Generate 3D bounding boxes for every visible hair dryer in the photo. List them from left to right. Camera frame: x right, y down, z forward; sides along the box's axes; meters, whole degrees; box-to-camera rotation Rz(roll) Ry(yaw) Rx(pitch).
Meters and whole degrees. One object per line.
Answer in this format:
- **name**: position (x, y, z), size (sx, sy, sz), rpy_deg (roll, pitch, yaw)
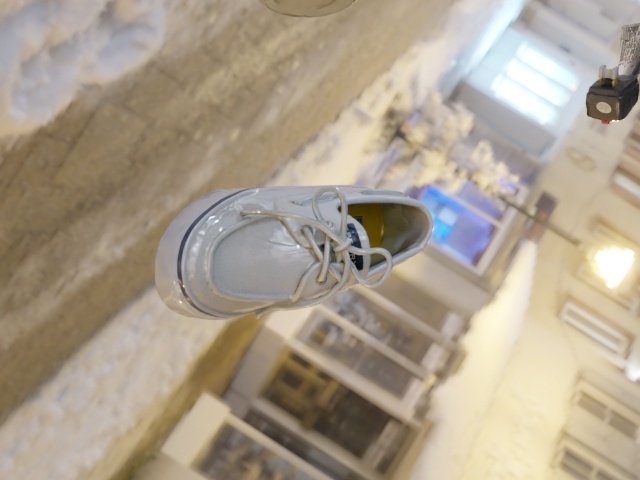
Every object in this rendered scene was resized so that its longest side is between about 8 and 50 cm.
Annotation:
- **hair dryer**: position (0.362, -0.212, 1.116), size (0.293, 0.080, 0.223), rpy_deg (-21, 140, -46)

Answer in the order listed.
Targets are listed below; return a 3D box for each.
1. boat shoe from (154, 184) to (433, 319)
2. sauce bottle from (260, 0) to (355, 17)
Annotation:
- **boat shoe**: position (0.002, 0.009, 1.316), size (0.367, 0.156, 0.136), rpy_deg (-9, 98, -51)
- **sauce bottle**: position (-0.011, -0.324, 0.885), size (0.111, 0.111, 0.344), rpy_deg (104, -15, -74)
